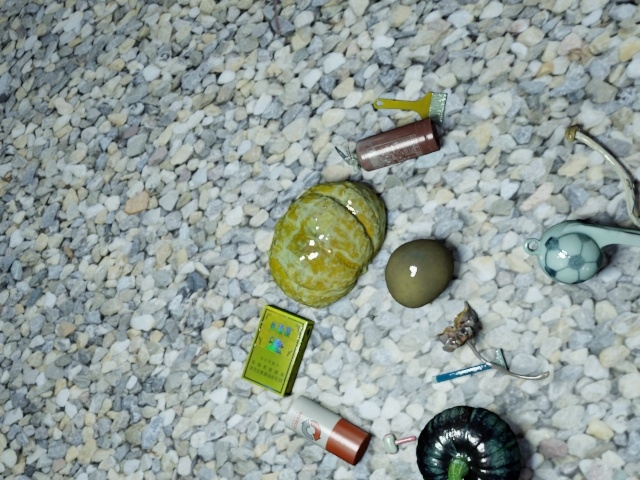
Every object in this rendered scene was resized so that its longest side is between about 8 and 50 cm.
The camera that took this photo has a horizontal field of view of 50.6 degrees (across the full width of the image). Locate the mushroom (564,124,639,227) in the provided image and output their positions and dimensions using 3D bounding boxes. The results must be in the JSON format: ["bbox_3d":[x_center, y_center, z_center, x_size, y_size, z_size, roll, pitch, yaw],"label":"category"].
[{"bbox_3d":[0.699,-0.162,1.632,0.068,0.043,0.306,-35,69,9],"label":"mushroom"}]

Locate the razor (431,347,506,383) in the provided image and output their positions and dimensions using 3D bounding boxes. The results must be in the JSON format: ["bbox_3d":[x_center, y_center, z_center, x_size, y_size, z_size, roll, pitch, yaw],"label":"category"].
[{"bbox_3d":[0.368,0.328,1.703,0.191,0.037,0.068,-19,78,18],"label":"razor"}]

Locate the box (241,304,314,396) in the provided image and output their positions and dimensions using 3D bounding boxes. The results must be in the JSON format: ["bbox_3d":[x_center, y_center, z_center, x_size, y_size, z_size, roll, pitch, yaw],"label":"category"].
[{"bbox_3d":[-0.118,0.303,1.883,0.140,0.064,0.220,18,92,23],"label":"box"}]

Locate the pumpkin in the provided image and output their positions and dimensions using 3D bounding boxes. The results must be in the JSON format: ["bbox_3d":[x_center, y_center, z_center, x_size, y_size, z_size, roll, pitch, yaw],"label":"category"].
[{"bbox_3d":[0.339,0.516,1.578,0.247,0.248,0.248,-3,82,21],"label":"pumpkin"}]

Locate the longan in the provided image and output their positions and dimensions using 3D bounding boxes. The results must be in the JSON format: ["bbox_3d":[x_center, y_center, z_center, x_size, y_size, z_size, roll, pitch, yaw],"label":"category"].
[{"bbox_3d":[0.248,0.081,1.716,0.189,0.189,0.189,-3,82,21],"label":"longan"}]

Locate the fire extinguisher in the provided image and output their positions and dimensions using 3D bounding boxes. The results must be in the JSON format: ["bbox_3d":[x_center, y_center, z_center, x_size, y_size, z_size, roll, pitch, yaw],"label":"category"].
[{"bbox_3d":[0.179,-0.252,1.819,0.268,0.105,0.105,-15,78,20],"label":"fire extinguisher"}]

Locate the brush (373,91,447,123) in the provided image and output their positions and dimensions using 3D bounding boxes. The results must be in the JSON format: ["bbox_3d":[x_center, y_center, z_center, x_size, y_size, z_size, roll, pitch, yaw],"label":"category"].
[{"bbox_3d":[0.241,-0.370,1.858,0.205,0.011,0.083,10,88,23],"label":"brush"}]

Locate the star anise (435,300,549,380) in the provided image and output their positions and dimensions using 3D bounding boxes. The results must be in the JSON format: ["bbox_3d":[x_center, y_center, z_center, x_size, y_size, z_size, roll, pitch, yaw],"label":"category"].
[{"bbox_3d":[0.421,0.266,1.670,0.227,0.218,0.148,42,62,-1],"label":"star anise"}]

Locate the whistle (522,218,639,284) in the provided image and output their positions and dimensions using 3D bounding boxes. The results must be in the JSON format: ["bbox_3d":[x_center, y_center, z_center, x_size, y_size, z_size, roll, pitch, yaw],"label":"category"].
[{"bbox_3d":[0.622,0.033,1.589,0.289,0.163,0.164,10,87,8],"label":"whistle"}]

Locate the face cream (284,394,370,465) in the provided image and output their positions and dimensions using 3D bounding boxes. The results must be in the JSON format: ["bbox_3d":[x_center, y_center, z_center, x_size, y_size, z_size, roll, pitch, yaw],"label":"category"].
[{"bbox_3d":[0.018,0.499,1.786,0.214,0.096,0.096,24,92,22],"label":"face cream"}]

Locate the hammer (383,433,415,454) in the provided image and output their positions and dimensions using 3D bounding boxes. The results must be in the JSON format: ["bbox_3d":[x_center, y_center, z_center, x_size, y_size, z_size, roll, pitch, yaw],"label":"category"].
[{"bbox_3d":[0.205,0.519,1.748,0.083,0.031,0.053,-18,80,12],"label":"hammer"}]

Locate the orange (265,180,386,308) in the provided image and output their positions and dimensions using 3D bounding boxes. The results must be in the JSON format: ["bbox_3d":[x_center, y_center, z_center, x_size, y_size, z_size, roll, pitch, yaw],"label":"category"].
[{"bbox_3d":[0.000,0.000,1.803,0.271,0.210,0.369,38,100,19],"label":"orange"}]
